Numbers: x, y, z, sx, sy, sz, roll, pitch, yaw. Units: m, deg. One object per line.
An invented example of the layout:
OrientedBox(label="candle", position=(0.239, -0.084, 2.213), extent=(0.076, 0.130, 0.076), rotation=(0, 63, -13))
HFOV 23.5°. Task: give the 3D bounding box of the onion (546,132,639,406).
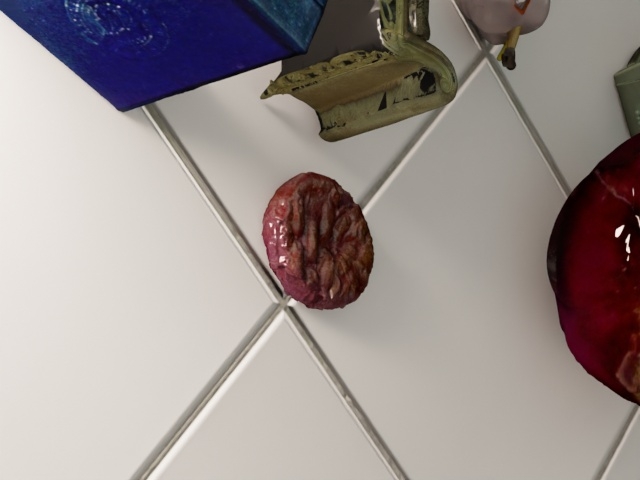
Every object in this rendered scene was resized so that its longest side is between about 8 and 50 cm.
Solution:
OrientedBox(label="onion", position=(0.501, 0.037, 1.894), extent=(0.420, 0.398, 0.398), rotation=(16, 69, -61))

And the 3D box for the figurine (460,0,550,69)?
OrientedBox(label="figurine", position=(0.233, -0.317, 1.875), extent=(0.112, 0.137, 0.229), rotation=(27, 53, -3))

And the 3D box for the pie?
OrientedBox(label="pie", position=(0.000, 0.000, 1.617), extent=(0.154, 0.036, 0.154), rotation=(12, 73, -45))

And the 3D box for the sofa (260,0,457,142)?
OrientedBox(label="sofa", position=(0.064, -0.249, 1.624), extent=(0.182, 0.200, 0.258), rotation=(17, 68, -40))

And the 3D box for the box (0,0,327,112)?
OrientedBox(label="box", position=(-0.174, -0.254, 1.334), extent=(0.279, 0.261, 0.116), rotation=(42, 56, -32))

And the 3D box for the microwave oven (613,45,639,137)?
OrientedBox(label="microwave oven", position=(0.642, -0.173, 2.161), extent=(0.394, 0.247, 0.333), rotation=(-21, 95, -46))
